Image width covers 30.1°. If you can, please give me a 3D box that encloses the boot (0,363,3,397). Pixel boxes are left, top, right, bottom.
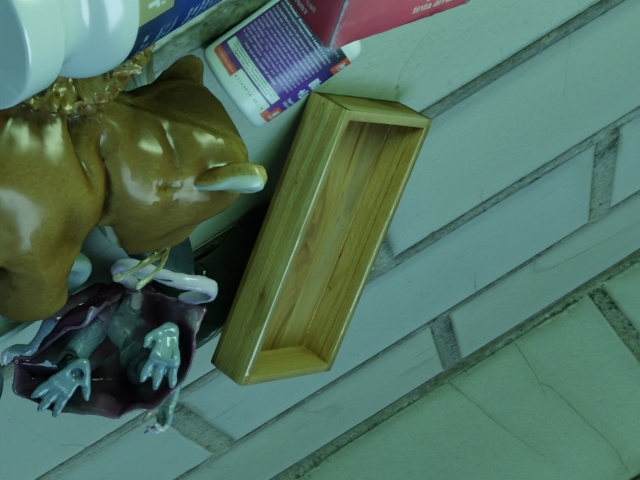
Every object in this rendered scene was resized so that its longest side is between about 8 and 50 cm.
[{"bbox_3d":[-0.507,0.193,1.254,0.264,0.096,0.280,-23,171,27],"label":"boot"}]

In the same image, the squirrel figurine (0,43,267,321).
[{"bbox_3d":[-0.227,-0.103,0.989,0.371,0.281,0.397,-5,131,-24],"label":"squirrel figurine"}]

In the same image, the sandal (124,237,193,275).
[{"bbox_3d":[-0.226,0.003,1.554,0.055,0.097,0.254,-7,159,9],"label":"sandal"}]

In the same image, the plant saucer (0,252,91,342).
[{"bbox_3d":[-0.454,0.084,1.319,0.400,0.100,0.400,-29,174,-3],"label":"plant saucer"}]

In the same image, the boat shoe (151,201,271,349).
[{"bbox_3d":[-0.138,0.073,1.776,0.324,0.122,0.120,-36,163,9],"label":"boat shoe"}]

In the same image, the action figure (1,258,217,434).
[{"bbox_3d":[-0.277,0.104,1.559,0.370,0.248,0.275,-104,-146,-78],"label":"action figure"}]

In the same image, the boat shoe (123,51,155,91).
[{"bbox_3d":[-0.217,-0.157,1.213,0.092,0.103,0.285,-22,153,-12],"label":"boat shoe"}]

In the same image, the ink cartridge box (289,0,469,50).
[{"bbox_3d":[0.040,-0.376,0.842,0.160,0.279,0.384,-22,156,-27],"label":"ink cartridge box"}]

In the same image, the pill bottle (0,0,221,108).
[{"bbox_3d":[-0.149,-0.203,0.811,0.265,0.153,0.153,-43,169,-39],"label":"pill bottle"}]

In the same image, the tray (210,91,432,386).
[{"bbox_3d":[0.000,0.000,1.662,0.203,0.076,0.410,-2,118,-52],"label":"tray"}]

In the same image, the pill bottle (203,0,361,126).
[{"bbox_3d":[-0.023,-0.221,1.317,0.193,0.108,0.108,-35,158,6],"label":"pill bottle"}]
